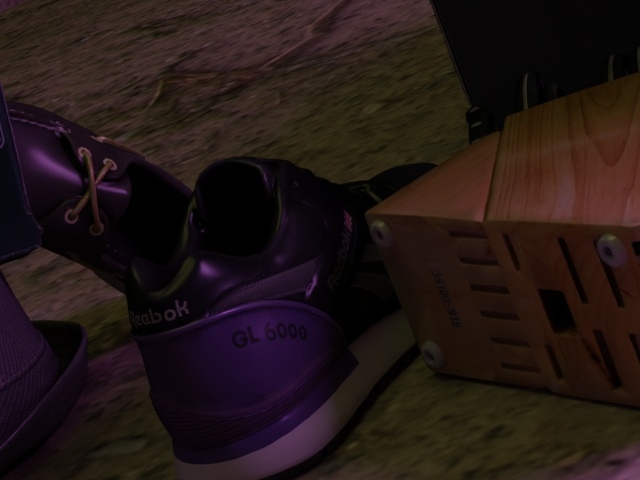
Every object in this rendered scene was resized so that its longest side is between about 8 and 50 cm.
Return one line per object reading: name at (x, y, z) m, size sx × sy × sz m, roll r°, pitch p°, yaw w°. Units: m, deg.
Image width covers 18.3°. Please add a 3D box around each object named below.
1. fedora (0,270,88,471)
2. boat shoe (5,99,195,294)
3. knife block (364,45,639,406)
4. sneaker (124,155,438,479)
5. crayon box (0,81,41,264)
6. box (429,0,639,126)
fedora at (-0.268, 0.078, 1.092) m, size 0.275 × 0.124 × 0.244 m, roll -26°, pitch 17°, yaw -9°
boat shoe at (-0.129, -0.024, 1.124) m, size 0.068 × 0.227 × 0.081 m, roll 1°, pitch 72°, yaw 39°
knife block at (0.157, -0.027, 0.928) m, size 0.242 × 0.088 × 0.275 m, roll -33°, pitch 19°, yaw -27°
sneaker at (0.000, 0.000, 0.985) m, size 0.107 × 0.124 × 0.283 m, roll -13°, pitch 19°, yaw 29°
crayon box at (-0.288, -0.080, 1.054) m, size 0.081 × 0.202 × 0.318 m, roll -21°, pitch 14°, yaw -39°
box at (0.278, -0.224, 1.218) m, size 0.343 × 0.179 × 0.312 m, roll -4°, pitch 24°, yaw 48°
